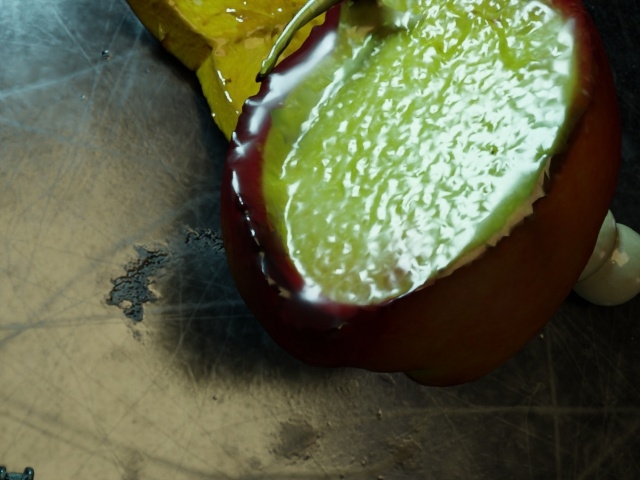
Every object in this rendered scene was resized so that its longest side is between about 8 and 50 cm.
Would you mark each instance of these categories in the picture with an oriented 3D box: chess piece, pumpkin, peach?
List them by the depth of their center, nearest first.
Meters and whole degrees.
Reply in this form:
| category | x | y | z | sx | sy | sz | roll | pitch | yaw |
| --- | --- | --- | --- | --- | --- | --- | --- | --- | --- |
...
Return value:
| category | x | y | z | sx | sy | sz | roll | pitch | yaw |
| --- | --- | --- | --- | --- | --- | --- | --- | --- | --- |
| peach | 0.093 | -0.048 | 0.756 | 0.335 | 0.310 | 0.405 | 18 | 70 | 23 |
| pumpkin | -0.045 | -0.243 | 0.918 | 0.290 | 0.095 | 0.258 | -33 | 87 | -28 |
| chess piece | 0.290 | -0.010 | 0.982 | 0.261 | 0.143 | 0.142 | 32 | 68 | -19 |

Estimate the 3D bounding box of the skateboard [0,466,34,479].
| category | x | y | z | sx | sy | sz | roll | pitch | yaw |
| --- | --- | --- | --- | --- | --- | --- | --- | --- | --- |
| skateboard | -0.316 | 0.245 | 0.722 | 0.152 | 0.067 | 0.080 | 11 | 83 | -22 |
